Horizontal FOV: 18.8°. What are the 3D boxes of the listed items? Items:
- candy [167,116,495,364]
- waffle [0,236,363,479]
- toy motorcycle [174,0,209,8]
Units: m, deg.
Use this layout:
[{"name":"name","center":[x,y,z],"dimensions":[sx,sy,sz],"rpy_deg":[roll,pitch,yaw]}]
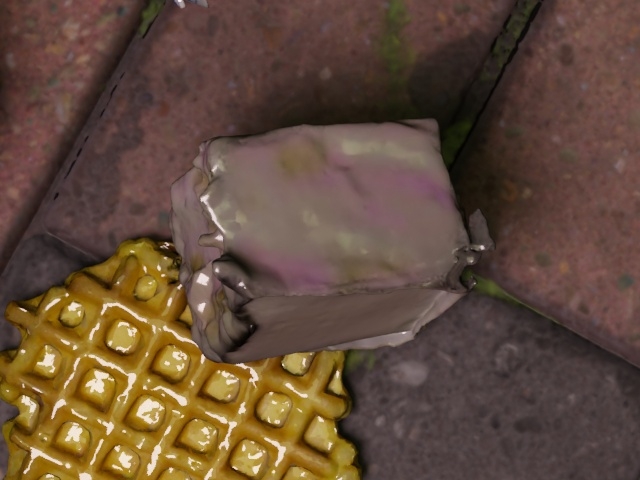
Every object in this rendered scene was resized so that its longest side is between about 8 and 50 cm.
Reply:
[{"name":"candy","center":[0.000,0.000,1.338],"dimensions":[0.195,0.185,0.137],"rpy_deg":[-5,74,-15]},{"name":"waffle","center":[-0.110,0.126,1.422],"dimensions":[0.291,0.051,0.291],"rpy_deg":[0,89,0]},{"name":"toy motorcycle","center":[-0.072,-0.254,1.419],"dimensions":[0.221,0.102,0.150],"rpy_deg":[-22,75,0]}]
